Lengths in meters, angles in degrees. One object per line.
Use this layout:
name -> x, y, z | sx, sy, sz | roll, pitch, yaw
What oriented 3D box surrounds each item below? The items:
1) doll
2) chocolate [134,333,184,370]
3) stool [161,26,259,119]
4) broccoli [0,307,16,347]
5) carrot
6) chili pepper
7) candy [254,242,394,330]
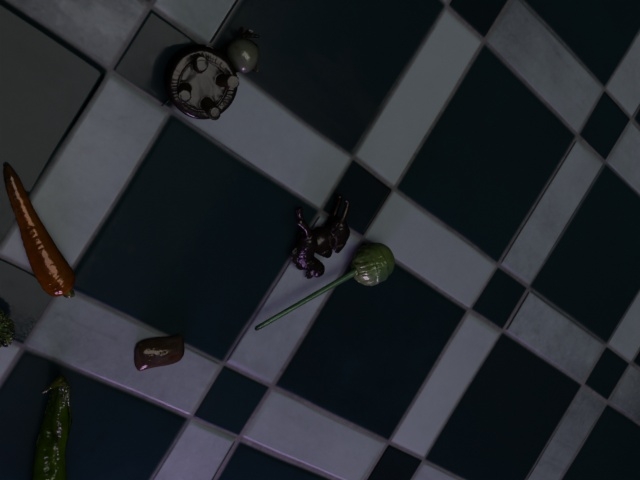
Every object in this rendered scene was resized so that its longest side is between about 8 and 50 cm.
doll -> 0.000, 0.000, 1.566 | 0.139, 0.057, 0.165 | -19, 121, -24
chocolate -> -0.308, 0.221, 1.482 | 0.100, 0.031, 0.065 | -6, 112, -28
stool -> -0.184, -0.292, 1.346 | 0.217, 0.121, 0.125 | -34, 116, -10
broccoli -> -0.567, 0.140, 1.283 | 0.095, 0.092, 0.097 | -11, 100, -6
carrot -> -0.488, -0.007, 1.305 | 0.061, 0.061, 0.257 | -28, 113, -18
chili pepper -> -0.497, 0.403, 1.411 | 0.085, 0.076, 0.359 | -16, 118, -52
candy -> 0.009, 0.102, 1.580 | 0.335, 0.093, 0.092 | -27, 125, -17
